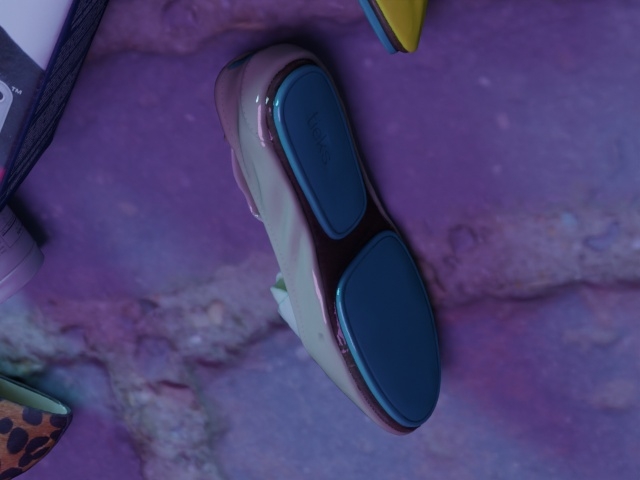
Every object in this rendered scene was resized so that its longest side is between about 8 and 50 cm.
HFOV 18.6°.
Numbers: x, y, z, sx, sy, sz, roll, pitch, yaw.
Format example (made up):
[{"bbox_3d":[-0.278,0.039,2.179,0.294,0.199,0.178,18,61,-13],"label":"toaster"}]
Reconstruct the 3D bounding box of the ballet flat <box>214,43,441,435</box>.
[{"bbox_3d":[0.000,0.000,1.120,0.086,0.086,0.248,-9,116,21],"label":"ballet flat"}]

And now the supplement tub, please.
[{"bbox_3d":[-0.224,-0.011,1.175,0.071,0.071,0.107,-25,110,28],"label":"supplement tub"}]

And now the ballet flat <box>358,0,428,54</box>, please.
[{"bbox_3d":[0.016,-0.204,0.990,0.077,0.077,0.231,-27,108,11],"label":"ballet flat"}]

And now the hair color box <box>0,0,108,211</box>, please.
[{"bbox_3d":[-0.188,-0.173,1.009,0.174,0.105,0.347,29,135,-2],"label":"hair color box"}]

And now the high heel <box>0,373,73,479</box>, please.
[{"bbox_3d":[-0.272,0.043,1.225,0.186,0.093,0.261,-13,113,10],"label":"high heel"}]
